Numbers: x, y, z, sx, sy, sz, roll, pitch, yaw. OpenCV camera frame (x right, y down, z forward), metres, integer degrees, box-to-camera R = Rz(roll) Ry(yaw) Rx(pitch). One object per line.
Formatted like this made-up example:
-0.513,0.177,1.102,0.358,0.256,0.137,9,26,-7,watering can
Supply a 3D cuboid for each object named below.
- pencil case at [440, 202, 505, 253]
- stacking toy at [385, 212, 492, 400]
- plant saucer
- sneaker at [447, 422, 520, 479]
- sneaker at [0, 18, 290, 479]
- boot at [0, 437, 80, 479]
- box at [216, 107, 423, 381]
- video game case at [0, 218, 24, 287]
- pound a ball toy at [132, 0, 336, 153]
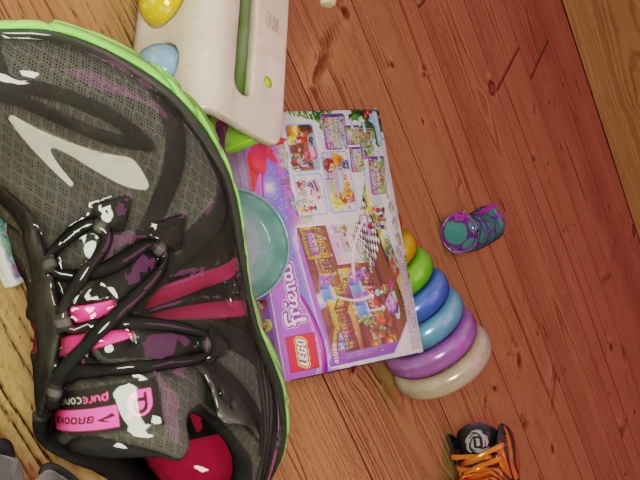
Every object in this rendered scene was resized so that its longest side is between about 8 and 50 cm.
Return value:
0.250,-0.020,1.728,0.152,0.064,0.070,-15,117,-63,pencil case
0.090,0.042,1.354,0.330,0.141,0.141,59,33,-22,stacking toy
-0.090,0.006,1.083,0.119,0.021,0.119,4,80,-23,plant saucer
0.207,0.339,1.468,0.321,0.125,0.180,42,39,-63,sneaker
-0.137,0.056,0.800,0.202,0.185,0.482,-85,155,-58,sneaker
-0.269,0.224,0.645,0.338,0.118,0.222,45,38,-62,boot
0.000,0.000,1.189,0.201,0.057,0.293,-6,84,-38,box
-0.237,-0.053,0.892,0.157,0.019,0.143,-39,113,-60,video game case
-0.091,-0.247,1.037,0.136,0.208,0.319,26,56,-43,pound a ball toy
